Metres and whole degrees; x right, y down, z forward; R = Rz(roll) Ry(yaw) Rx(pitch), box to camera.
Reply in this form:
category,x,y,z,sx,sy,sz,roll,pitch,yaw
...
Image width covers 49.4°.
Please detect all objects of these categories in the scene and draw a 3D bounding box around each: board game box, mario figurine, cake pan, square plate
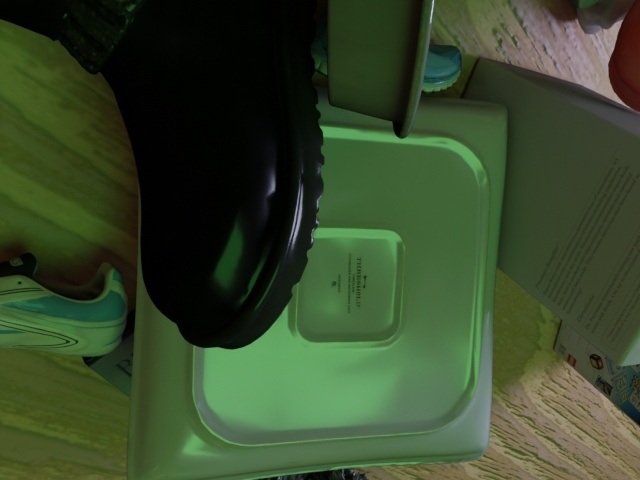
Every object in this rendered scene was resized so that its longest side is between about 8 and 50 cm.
category,x,y,z,sx,sy,sz,roll,pitch,yaw
board game box,0.444,0.102,0.987,0.053,0.193,0.305,-17,130,-23
mario figurine,0.396,-0.205,0.727,0.320,0.198,0.170,-28,113,-35
cake pan,0.035,-0.212,0.439,0.054,0.293,0.293,2,126,2
square plate,0.017,0.039,0.598,0.344,0.049,0.347,2,93,-21

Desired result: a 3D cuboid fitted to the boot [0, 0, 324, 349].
category,x,y,z,sx,sy,sz,roll,pitch,yaw
boot,-0.135,-0.113,0.404,0.260,0.131,0.347,9,78,-41

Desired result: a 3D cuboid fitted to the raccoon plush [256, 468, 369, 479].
category,x,y,z,sx,sy,sz,roll,pitch,yaw
raccoon plush,-0.045,0.427,0.814,0.446,0.299,0.216,-20,131,-21

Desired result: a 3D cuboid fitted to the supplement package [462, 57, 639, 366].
category,x,y,z,sx,sy,sz,roll,pitch,yaw
supplement package,0.273,-0.039,0.692,0.175,0.293,0.177,2,121,-35

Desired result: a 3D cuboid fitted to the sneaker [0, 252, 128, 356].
category,x,y,z,sx,sy,sz,roll,pitch,yaw
sneaker,-0.271,0.051,0.545,0.237,0.085,0.086,2,94,-32

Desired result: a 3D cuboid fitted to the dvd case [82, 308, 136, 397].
category,x,y,z,sx,sy,sz,roll,pitch,yaw
dvd case,-0.106,0.129,0.748,0.180,0.022,0.253,-38,135,-5

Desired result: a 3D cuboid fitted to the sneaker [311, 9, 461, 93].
category,x,y,z,sx,sy,sz,roll,pitch,yaw
sneaker,0.067,-0.174,0.616,0.162,0.063,0.073,-4,119,-34

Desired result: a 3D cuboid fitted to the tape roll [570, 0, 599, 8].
category,x,y,z,sx,sy,sz,roll,pitch,yaw
tape roll,0.270,-0.304,0.577,0.219,0.072,0.219,-41,168,-11
